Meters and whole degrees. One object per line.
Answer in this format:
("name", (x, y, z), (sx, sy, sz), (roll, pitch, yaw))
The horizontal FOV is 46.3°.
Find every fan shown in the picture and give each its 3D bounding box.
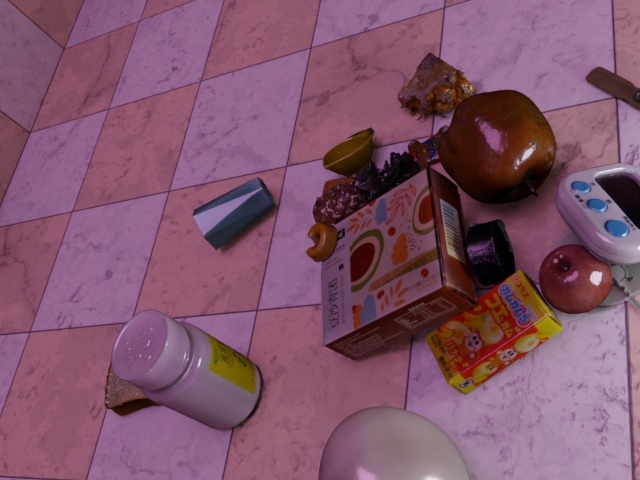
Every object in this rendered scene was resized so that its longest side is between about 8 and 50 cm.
("fan", (0.656, 0.104, 1.627), (0.233, 0.012, 0.415), (-41, 46, 8))

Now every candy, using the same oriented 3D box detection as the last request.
("candy", (0.384, 0.207, 1.681), (0.276, 0.088, 0.146), (-37, 46, 17))

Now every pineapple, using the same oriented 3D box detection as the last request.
("pineapple", (0.131, -0.126, 2.041), (0.310, 0.170, 0.141), (-35, 32, 21))
("pineapple", (0.327, -0.448, 2.149), (0.236, 0.114, 0.186), (-4, 60, 36))

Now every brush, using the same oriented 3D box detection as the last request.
("brush", (0.766, -0.363, 1.837), (0.054, 0.048, 0.282), (-42, 45, 1))

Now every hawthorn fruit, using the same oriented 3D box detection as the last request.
("hawthorn fruit", (0.440, -0.213, 1.811), (0.267, 0.268, 0.301), (-38, 48, 8))

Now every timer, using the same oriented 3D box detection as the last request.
("timer", (0.653, -0.056, 1.627), (0.236, 0.087, 0.262), (-11, 47, -15))

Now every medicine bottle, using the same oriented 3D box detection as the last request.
("medicine bottle", (-0.336, 0.334, 1.916), (0.213, 0.378, 0.214), (-18, 54, 26))

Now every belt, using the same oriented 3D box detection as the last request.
("belt", (0.398, 0.025, 1.747), (0.078, 0.198, 0.151), (-16, 92, 25))

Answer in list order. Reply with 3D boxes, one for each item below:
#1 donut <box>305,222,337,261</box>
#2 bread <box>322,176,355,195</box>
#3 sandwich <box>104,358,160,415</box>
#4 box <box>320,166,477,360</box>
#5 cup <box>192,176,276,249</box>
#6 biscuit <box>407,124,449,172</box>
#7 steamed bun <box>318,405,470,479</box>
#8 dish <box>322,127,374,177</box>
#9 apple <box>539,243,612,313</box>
("donut", (0.000, 0.000, 1.969), (0.097, 0.043, 0.108), (-28, 50, 40))
("bread", (0.067, -0.144, 2.171), (0.132, 0.053, 0.074), (-8, 53, 31))
("sandwich", (-0.536, 0.411, 2.220), (0.214, 0.065, 0.186), (-21, 52, 22))
("box", (0.175, 0.062, 1.845), (0.385, 0.122, 0.345), (-31, 45, 35))
("cup", (-0.260, -0.092, 2.319), (0.235, 0.134, 0.148), (-31, 22, 3))
("biscuit", (0.284, -0.237, 2.098), (0.205, 0.031, 0.138), (-27, 50, 20))
("steamed bun", (0.157, 0.474, 1.518), (0.324, 0.324, 0.206), (51, 128, 43))
("dish", (0.096, -0.244, 2.183), (0.207, 0.080, 0.148), (-40, 25, -23))
("apple", (0.550, 0.081, 1.632), (0.153, 0.120, 0.153), (-22, 50, 29))
